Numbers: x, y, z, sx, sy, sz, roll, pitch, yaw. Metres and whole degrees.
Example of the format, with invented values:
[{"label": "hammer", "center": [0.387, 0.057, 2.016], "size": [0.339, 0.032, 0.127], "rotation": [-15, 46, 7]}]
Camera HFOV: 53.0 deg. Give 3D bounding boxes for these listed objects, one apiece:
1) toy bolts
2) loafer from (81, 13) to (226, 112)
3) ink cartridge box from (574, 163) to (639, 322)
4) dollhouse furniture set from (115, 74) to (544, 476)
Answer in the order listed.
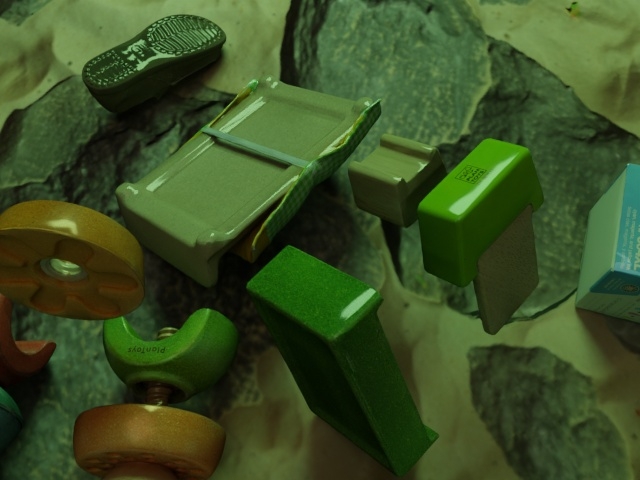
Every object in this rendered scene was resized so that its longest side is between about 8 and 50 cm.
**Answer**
[{"label": "toy bolts", "center": [-0.192, 0.104, 0.412], "size": [0.228, 0.218, 0.158], "rotation": [-6, 53, 14]}, {"label": "loafer", "center": [-0.156, -0.169, 0.611], "size": [0.148, 0.050, 0.056], "rotation": [-31, 72, -26]}, {"label": "ink cartridge box", "center": [0.282, 0.015, 0.482], "size": [0.143, 0.092, 0.090], "rotation": [14, 70, 10]}, {"label": "dollhouse furniture set", "center": [0.000, 0.000, 0.521], "size": [0.197, 0.151, 0.301], "rotation": [-43, 43, -21]}]
